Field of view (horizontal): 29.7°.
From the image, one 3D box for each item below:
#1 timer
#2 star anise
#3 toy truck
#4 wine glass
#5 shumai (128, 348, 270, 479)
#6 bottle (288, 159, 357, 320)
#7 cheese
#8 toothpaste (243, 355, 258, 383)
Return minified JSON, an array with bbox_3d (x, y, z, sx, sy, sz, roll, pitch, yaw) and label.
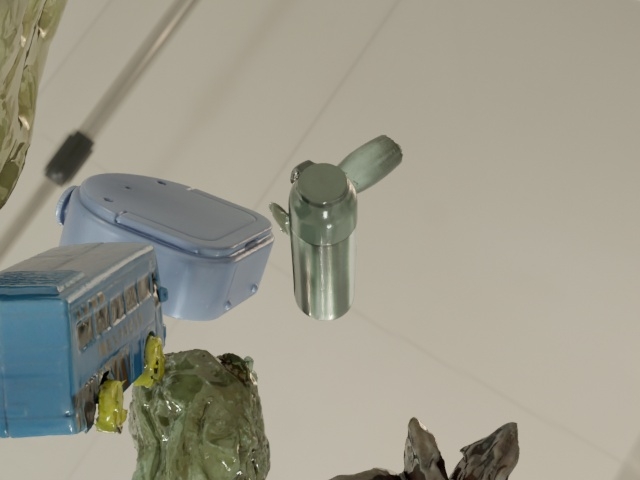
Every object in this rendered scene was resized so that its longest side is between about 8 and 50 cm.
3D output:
[{"bbox_3d":[-0.296,0.010,2.147,0.395,0.173,0.395,16,-164,-5],"label":"timer"},{"bbox_3d":[0.095,0.245,0.948,0.231,0.209,0.089,60,-172,-21],"label":"star anise"},{"bbox_3d":[-0.264,0.099,1.269,0.161,0.162,0.385,-1,-172,6],"label":"toy truck"},{"bbox_3d":[0.024,-0.079,1.674,0.066,0.198,0.066,44,157,25],"label":"wine glass"},{"bbox_3d":[-0.167,0.278,1.506,0.189,0.218,0.256,0,130,14],"label":"shumai"},{"bbox_3d":[0.000,0.000,1.426,0.096,0.079,0.254,51,161,27],"label":"bottle"},{"bbox_3d":[-0.329,-0.201,1.201,0.129,0.328,0.351,17,133,-4],"label":"cheese"},{"bbox_3d":[-0.125,0.258,1.704,0.060,0.233,0.038,2,-148,-22],"label":"toothpaste"}]
